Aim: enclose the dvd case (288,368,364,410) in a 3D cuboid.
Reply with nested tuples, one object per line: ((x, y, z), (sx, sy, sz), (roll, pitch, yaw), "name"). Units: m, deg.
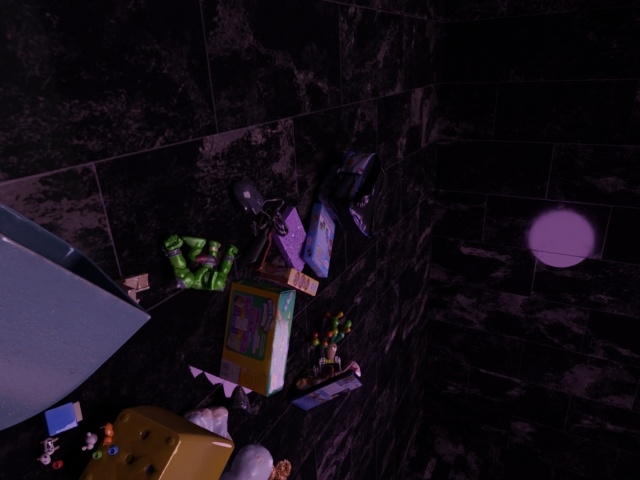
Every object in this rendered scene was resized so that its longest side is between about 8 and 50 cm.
((0.025, 0.550, 1.593), (0.180, 0.253, 0.022), (59, 7, -55), "dvd case")

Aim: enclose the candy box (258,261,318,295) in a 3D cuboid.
((-0.094, 0.120, 1.342), (0.187, 0.109, 0.053), (34, 69, -60), "candy box")

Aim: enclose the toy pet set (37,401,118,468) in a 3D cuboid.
((-0.441, 0.345, 0.763), (0.065, 0.122, 0.114), (57, 16, -84), "toy pet set")

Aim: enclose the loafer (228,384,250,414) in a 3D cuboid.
((-0.225, 0.455, 1.224), (0.170, 0.062, 0.061), (109, -15, -59), "loafer")

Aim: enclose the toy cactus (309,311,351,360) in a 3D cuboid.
((0.033, 0.377, 1.676), (0.219, 0.112, 0.180), (-25, 127, -53), "toy cactus")

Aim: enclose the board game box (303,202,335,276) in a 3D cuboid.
((0.000, 0.000, 1.507), (0.160, 0.039, 0.211), (56, 38, -56), "board game box")

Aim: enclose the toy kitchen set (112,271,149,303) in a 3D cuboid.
((-0.368, 0.112, 0.868), (0.083, 0.075, 0.068), (-19, 116, -54), "toy kitchen set")

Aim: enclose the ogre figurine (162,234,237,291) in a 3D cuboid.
((-0.276, 0.056, 1.005), (0.197, 0.097, 0.118), (32, 58, -72), "ogre figurine")

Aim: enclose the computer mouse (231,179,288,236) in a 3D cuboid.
((-0.155, -0.083, 1.190), (0.242, 0.041, 0.071), (42, 54, -45), "computer mouse")

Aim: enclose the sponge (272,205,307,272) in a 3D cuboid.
((-0.088, 0.004, 1.400), (0.117, 0.031, 0.210), (-61, 146, -33), "sponge")

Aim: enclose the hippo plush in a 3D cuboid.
((-0.254, 0.560, 1.048), (0.294, 0.236, 0.234), (-53, 142, -41), "hippo plush")

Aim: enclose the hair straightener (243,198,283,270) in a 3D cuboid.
((-0.160, -0.033, 1.237), (0.230, 0.047, 0.089), (-67, 149, -25), "hair straightener")

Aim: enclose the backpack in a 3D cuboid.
((0.129, -0.182, 1.559), (0.263, 0.213, 0.276), (-62, 154, -17), "backpack")

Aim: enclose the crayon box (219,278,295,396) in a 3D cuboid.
((-0.172, 0.257, 1.181), (0.081, 0.165, 0.278), (2, 97, -62), "crayon box")

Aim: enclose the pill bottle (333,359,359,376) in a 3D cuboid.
((0.103, 0.589, 1.880), (0.152, 0.086, 0.086), (-22, 118, -57), "pill bottle")

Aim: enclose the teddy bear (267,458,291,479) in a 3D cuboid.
((-0.176, 0.904, 1.438), (0.245, 0.113, 0.338), (50, 55, -52), "teddy bear")

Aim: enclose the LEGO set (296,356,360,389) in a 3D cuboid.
((0.008, 0.504, 1.667), (0.287, 0.132, 0.107), (7, 72, -34), "LEGO set")

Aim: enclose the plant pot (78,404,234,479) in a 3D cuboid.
((-0.332, 0.447, 0.858), (0.187, 0.212, 0.212), (78, 33, -55), "plant pot")

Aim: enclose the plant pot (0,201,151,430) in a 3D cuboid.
((-0.443, 0.101, 0.568), (0.252, 0.248, 0.247), (-53, 145, -14), "plant pot")
